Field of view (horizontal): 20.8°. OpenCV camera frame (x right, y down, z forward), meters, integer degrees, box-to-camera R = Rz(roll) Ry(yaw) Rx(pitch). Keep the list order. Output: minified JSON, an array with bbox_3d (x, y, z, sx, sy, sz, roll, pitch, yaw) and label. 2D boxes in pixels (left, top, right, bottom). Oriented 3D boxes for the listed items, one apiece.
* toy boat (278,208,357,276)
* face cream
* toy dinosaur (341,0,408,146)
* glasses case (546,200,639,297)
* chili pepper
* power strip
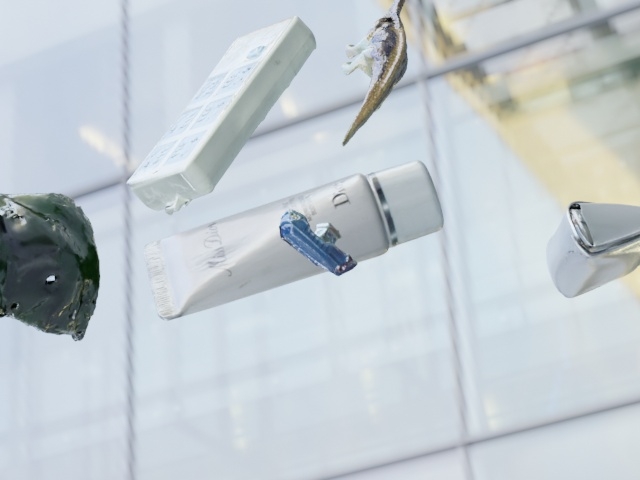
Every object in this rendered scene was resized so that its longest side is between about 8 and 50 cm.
[{"bbox_3d":[0.000,0.000,1.499,0.083,0.038,0.038,39,-144,-22],"label":"toy boat"},{"bbox_3d":[-0.028,0.000,1.829,0.143,0.314,0.089,-112,4,-53],"label":"face cream"},{"bbox_3d":[0.037,-0.120,1.179,0.037,0.058,0.180,24,-122,-17],"label":"toy dinosaur"},{"bbox_3d":[0.357,-0.001,2.193,0.308,0.128,0.083,84,172,-79],"label":"glasses case"},{"bbox_3d":[-0.319,0.014,1.659,0.264,0.116,0.148,9,-101,-36],"label":"chili pepper"},{"bbox_3d":[-0.072,-0.097,1.316,0.035,0.081,0.192,47,-124,-22],"label":"power strip"}]
